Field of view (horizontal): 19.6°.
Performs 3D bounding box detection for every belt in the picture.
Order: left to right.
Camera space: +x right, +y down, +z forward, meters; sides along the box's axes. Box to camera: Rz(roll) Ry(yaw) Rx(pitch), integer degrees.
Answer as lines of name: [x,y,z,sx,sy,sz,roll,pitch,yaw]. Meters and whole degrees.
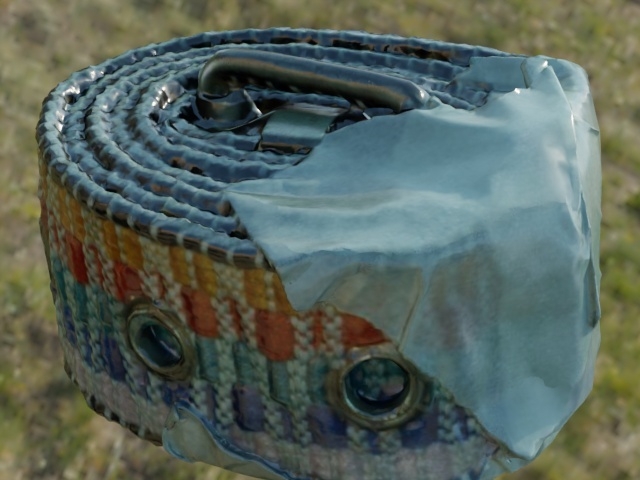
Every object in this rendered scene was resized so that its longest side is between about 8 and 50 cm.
belt: [0.000,0.000,0.786,0.257,0.150,0.207,13,34,28]
